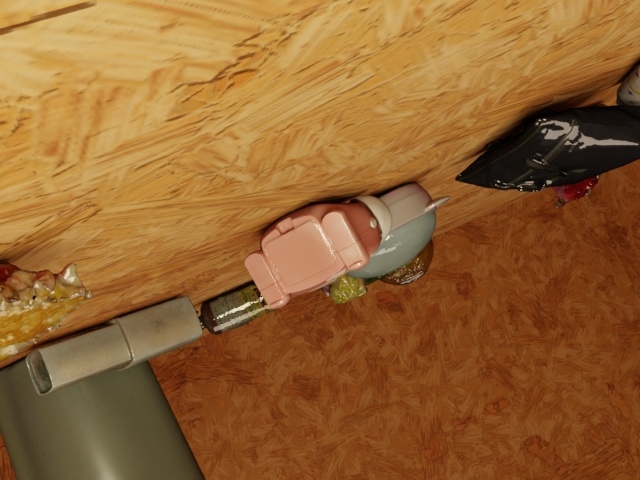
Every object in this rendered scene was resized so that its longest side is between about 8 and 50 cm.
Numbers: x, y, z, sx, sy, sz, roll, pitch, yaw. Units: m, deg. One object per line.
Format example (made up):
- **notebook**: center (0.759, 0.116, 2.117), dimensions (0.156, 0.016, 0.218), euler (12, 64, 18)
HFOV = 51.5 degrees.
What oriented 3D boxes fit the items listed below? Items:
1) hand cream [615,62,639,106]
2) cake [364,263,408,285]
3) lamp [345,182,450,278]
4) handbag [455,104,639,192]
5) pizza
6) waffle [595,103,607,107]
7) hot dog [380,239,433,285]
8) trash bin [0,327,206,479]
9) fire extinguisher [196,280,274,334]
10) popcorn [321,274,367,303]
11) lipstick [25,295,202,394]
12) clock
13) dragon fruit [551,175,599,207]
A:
- **hand cream**: center (0.404, -0.199, 0.820), dimensions (0.065, 0.043, 0.170), euler (-24, 172, 6)
- **cake**: center (0.122, 0.059, 1.697), dimensions (0.099, 0.100, 0.235), euler (-20, 173, -28)
- **lamp**: center (0.070, 0.002, 0.973), dimensions (0.246, 0.108, 0.179), euler (-23, 170, -9)
- **handbag**: center (0.320, -0.119, 0.884), dimensions (0.211, 0.089, 0.254), euler (-4, 171, -10)
- **pizza**: center (-0.250, 0.057, 0.435), dimensions (0.193, 0.053, 0.201), euler (-20, 162, -19)
- **waffle**: center (0.362, -0.150, 1.051), dimensions (0.149, 0.051, 0.194), euler (-17, 170, -41)
- **hot dog**: center (0.218, 0.036, 1.807), dimensions (0.196, 0.122, 0.272), euler (-25, -172, 10)
- **trash bin**: center (-0.342, 0.376, 1.076), dimensions (0.280, 0.432, 0.280), euler (-25, 174, -3)
- **fire extinguisher**: center (-0.193, 0.149, 1.375), dimensions (0.252, 0.075, 0.106), euler (-24, 175, -5)
- **popcorn**: center (0.049, 0.089, 1.596), dimensions (0.126, 0.126, 0.145), euler (-12, 152, -12)
- **lipstick**: center (-0.303, 0.157, 0.996), dimensions (0.253, 0.077, 0.079), euler (-18, 172, -47)
- **clock**: center (0.000, 0.000, 0.816), dimensions (0.166, 0.093, 0.162), euler (-28, -178, 21)
- **dragon fruit**: center (0.426, -0.145, 1.156), dimensions (0.102, 0.096, 0.147), euler (-25, 133, -31)
